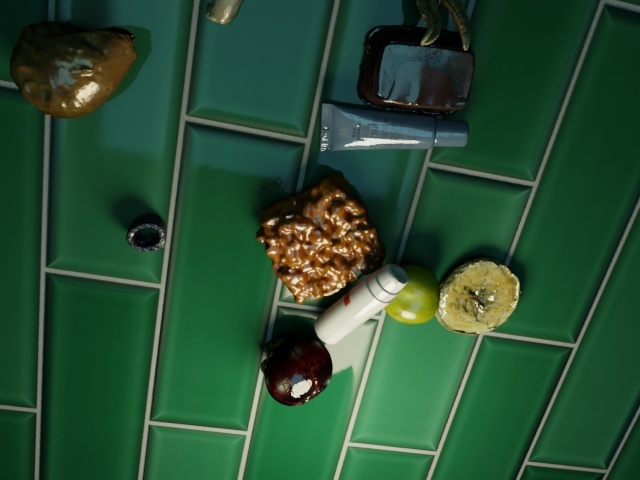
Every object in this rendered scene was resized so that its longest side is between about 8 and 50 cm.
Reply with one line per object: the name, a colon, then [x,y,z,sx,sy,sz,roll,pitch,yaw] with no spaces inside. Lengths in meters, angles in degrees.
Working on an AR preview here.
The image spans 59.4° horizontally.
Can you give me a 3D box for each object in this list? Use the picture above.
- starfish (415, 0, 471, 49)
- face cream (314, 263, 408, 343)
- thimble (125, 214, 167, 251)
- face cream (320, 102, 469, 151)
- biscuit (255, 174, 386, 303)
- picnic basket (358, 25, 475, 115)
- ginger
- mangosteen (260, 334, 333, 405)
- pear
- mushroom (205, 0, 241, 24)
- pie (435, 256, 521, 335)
starfish: [0.269,-0.631,1.323,0.327,0.094,0.375,-41,98,-8]
face cream: [0.115,0.177,1.588,0.102,0.102,0.345,32,129,-17]
thimble: [-0.475,-0.020,1.539,0.104,0.066,0.095,10,114,-8]
face cream: [0.193,-0.289,1.480,0.385,0.086,0.135,2,125,-2]
biscuit: [0.000,0.000,1.567,0.312,0.110,0.318,-27,113,7]
picnic basket: [0.254,-0.420,1.404,0.297,0.129,0.222,4,111,-8]
ginger: [-0.570,-0.391,1.303,0.269,0.200,0.223,6,110,-7]
mangosteen: [-0.070,0.377,1.680,0.216,0.216,0.216,-2,113,-4]
pear: [0.239,0.149,1.626,0.216,0.166,0.180,19,121,-1]
mushroom: [-0.163,-0.616,1.309,0.278,0.096,0.099,-39,80,10]
pie: [0.475,0.173,1.711,0.274,0.055,0.274,-2,113,-4]
